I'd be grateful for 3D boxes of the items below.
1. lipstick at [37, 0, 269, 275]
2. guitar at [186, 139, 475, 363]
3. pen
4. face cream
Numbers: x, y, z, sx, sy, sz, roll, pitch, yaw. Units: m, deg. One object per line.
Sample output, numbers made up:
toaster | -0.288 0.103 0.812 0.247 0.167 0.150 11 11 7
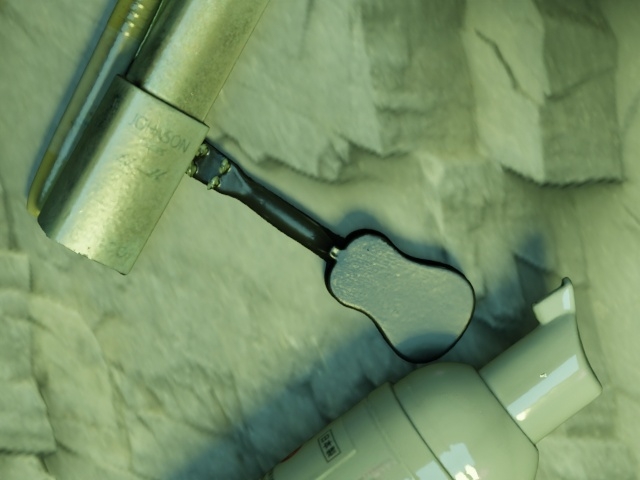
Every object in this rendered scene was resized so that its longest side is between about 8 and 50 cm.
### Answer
lipstick | -0.124 -0.104 0.864 0.079 0.077 0.253 27 95 -26
guitar | -0.001 0.000 0.894 0.271 0.038 0.084 34 93 -1
pen | -0.173 -0.122 0.895 0.040 0.032 0.233 24 97 -23
face cream | 0.071 0.180 0.852 0.369 0.145 0.145 -38 93 5
